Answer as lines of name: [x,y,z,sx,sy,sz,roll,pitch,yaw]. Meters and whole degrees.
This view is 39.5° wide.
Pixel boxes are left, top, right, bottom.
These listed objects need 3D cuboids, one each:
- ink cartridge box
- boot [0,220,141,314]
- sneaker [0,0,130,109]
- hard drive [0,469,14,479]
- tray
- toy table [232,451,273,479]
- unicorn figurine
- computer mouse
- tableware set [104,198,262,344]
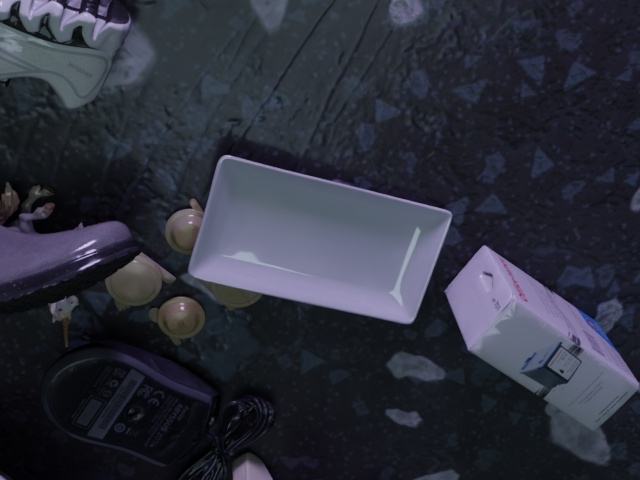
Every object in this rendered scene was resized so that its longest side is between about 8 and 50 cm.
ink cartridge box: [0.247,0.108,1.012,0.190,0.139,0.082,32,109,-17]
boot: [-0.366,-0.027,0.884,0.338,0.118,0.223,-16,83,-7]
sneaker: [-0.335,-0.213,0.842,0.292,0.110,0.118,19,119,-13]
hard drive: [-0.298,0.353,1.032,0.353,0.233,0.047,46,67,-21]
tray: [0.000,0.000,0.991,0.270,0.030,0.145,13,109,-15]
toy table: [-0.043,0.395,1.069,0.274,0.252,0.161,-42,125,13]
unicorn figurine: [-0.293,0.016,0.971,0.162,0.060,0.111,41,103,-1]
computer mouse: [-0.206,0.201,1.053,0.272,0.072,0.188,36,99,-29]
tableware set: [-0.152,0.044,1.013,0.168,0.020,0.141,-35,114,9]
